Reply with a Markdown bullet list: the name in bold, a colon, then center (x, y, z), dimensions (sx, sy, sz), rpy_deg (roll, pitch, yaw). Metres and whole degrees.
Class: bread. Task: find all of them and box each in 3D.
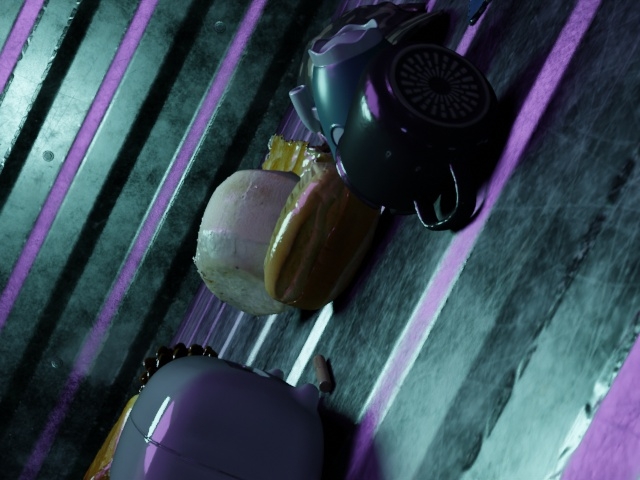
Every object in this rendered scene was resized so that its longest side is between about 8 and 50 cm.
- **bread**: center (0.000, 0.000, 1.228), dimensions (0.106, 0.140, 0.236), rpy_deg (-96, 29, -65)

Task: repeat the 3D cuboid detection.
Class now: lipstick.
- **lipstick**: center (0.002, 0.182, 1.124), dimensions (0.019, 0.019, 0.094), rpy_deg (-62, 11, 10)

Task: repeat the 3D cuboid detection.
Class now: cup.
- **cup**: center (0.113, -0.106, 0.956), dimensions (0.176, 0.169, 0.223), rpy_deg (125, 135, -54)
- **cup**: center (0.063, -0.226, 1.209), dimensions (0.300, 0.173, 0.167), rpy_deg (1, 33, 46)

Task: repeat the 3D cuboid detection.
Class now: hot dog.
- **hot dog**: center (-0.429, 0.539, 1.863), dimensions (0.405, 0.185, 0.223), rpy_deg (-56, 12, 35)

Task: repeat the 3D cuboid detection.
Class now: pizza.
- **pizza**: center (-0.103, -0.037, 1.767), dimensions (0.435, 0.080, 0.391), rpy_deg (-147, 78, -73)

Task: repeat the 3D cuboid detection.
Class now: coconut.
- **coconut**: center (-0.090, -0.009, 1.431), dimensions (0.245, 0.245, 0.247), rpy_deg (-45, 18, 58)

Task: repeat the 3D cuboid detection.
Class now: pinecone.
- **pinecone**: center (-0.276, 0.308, 1.716), dimensions (0.207, 0.208, 0.207), rpy_deg (-60, 12, 21)

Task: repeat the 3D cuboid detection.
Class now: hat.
- **hat**: center (0.069, -0.342, 1.558), dimensions (0.382, 0.258, 0.366), rpy_deg (16, -82, -82)

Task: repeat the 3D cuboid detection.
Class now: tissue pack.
- **tissue pack**: center (-0.127, 0.256, 1.002), dimensions (0.235, 0.230, 0.333), rpy_deg (-68, 11, -9)

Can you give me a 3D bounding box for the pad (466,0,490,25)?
- **pad**: center (0.306, -0.494, 1.266), dimensions (0.269, 0.012, 0.269), rpy_deg (-54, 15, 42)
